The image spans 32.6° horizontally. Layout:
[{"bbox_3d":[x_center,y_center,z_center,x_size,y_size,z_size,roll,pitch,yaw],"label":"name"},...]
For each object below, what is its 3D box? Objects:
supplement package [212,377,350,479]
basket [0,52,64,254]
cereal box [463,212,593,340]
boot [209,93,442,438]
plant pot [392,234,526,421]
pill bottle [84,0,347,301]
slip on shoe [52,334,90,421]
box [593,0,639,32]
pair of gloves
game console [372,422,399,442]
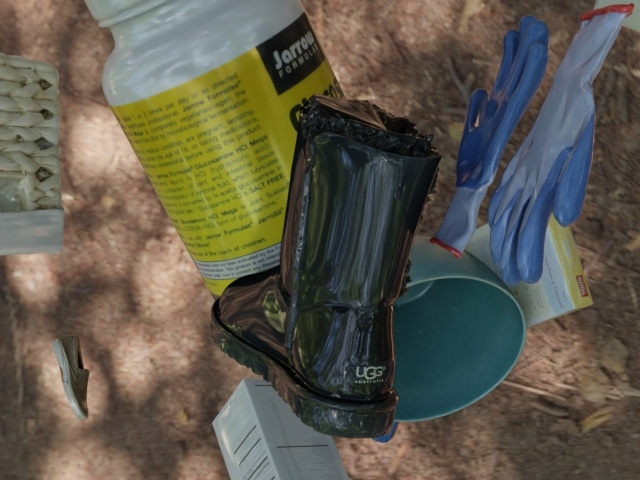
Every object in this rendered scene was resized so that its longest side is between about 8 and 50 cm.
[{"bbox_3d":[-0.063,0.362,1.793,0.134,0.139,0.244,-56,43,36],"label":"supplement package"},{"bbox_3d":[-0.227,-0.052,0.574,0.167,0.113,0.103,9,95,29],"label":"basket"},{"bbox_3d":[0.296,0.050,1.669,0.240,0.047,0.173,-30,71,53],"label":"cereal box"},{"bbox_3d":[0.000,0.000,0.776,0.246,0.094,0.207,-147,64,-64],"label":"boot"},{"bbox_3d":[0.141,0.104,1.655,0.290,0.290,0.195,-40,37,17],"label":"plant pot"},{"bbox_3d":[-0.071,-0.104,0.954,0.187,0.188,0.334,-17,112,25],"label":"pill bottle"},{"bbox_3d":[-0.377,0.211,1.695,0.041,0.051,0.135,-19,73,-5],"label":"slip on shoe"},{"bbox_3d":[0.281,-0.270,0.725,0.094,0.113,0.275,26,135,15],"label":"box"},{"bbox_3d":[0.116,-0.057,0.629,0.023,0.198,0.159,21,92,-12],"label":"pair of gloves"},{"bbox_3d":[0.097,0.169,1.981,0.250,0.173,0.293,29,119,22],"label":"game console"}]
